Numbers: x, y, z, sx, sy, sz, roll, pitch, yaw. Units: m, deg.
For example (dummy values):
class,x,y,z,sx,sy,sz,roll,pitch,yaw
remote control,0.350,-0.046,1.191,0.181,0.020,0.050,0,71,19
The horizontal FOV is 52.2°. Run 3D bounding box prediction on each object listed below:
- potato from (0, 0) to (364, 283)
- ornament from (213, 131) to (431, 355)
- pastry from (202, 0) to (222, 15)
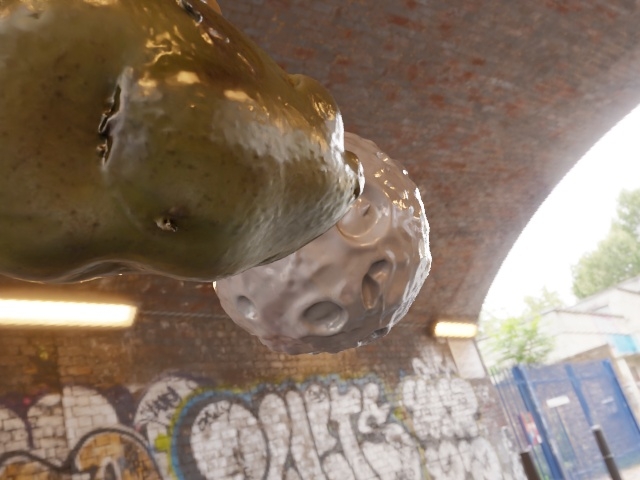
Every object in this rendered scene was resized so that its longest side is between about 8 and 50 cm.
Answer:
class,x,y,z,sx,sy,sz,roll,pitch,yaw
potato,-0.124,-0.074,0.483,0.351,0.218,0.203,5,-12,-29
ornament,0.000,0.000,0.954,0.337,0.336,0.337,-15,-21,-6
pastry,-0.307,-0.226,0.872,0.409,0.245,0.409,-51,-22,-29
